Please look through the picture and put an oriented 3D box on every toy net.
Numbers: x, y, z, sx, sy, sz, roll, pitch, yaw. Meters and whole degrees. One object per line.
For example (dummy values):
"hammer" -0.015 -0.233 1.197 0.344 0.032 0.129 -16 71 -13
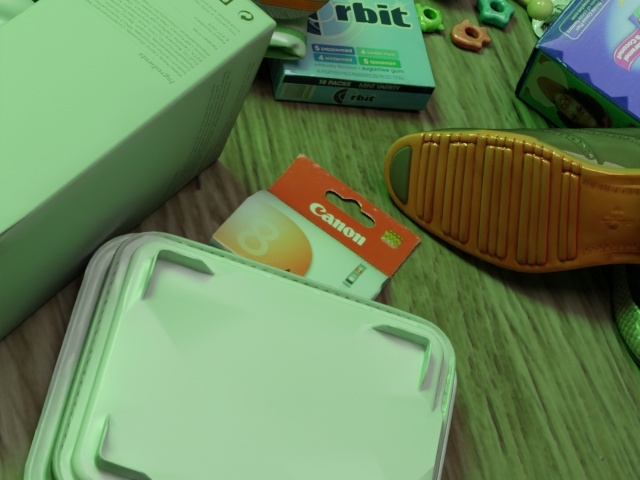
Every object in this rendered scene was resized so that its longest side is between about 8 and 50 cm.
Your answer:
"toy net" 0.202 -0.245 1.943 0.232 0.045 0.122 14 49 -12

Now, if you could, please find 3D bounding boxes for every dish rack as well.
"dish rack" -0.048 0.137 1.492 0.332 0.072 0.286 19 57 -9

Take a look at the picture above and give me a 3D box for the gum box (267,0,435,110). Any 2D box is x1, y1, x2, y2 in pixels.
"gum box" 0.020 -0.215 1.844 0.157 0.041 0.184 3 53 -19

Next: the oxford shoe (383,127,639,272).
"oxford shoe" 0.242 -0.047 1.733 0.363 0.130 0.133 12 27 10

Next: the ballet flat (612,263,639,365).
"ballet flat" 0.318 0.028 1.765 0.084 0.058 0.250 6 52 -18

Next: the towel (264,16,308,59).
"towel" -0.133 -0.306 1.830 0.247 0.038 0.325 2 51 -7

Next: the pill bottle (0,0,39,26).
"pill bottle" -0.299 -0.217 1.668 0.108 0.108 0.193 9 51 -16

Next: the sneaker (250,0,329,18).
"sneaker" -0.142 -0.307 1.726 0.321 0.125 0.180 11 40 -26

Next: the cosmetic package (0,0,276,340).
"cosmetic package" -0.217 -0.081 1.538 0.155 0.197 0.365 40 48 10

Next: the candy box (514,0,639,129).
"candy box" 0.405 -0.167 1.861 0.317 0.122 0.268 38 71 11

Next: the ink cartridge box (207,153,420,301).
"ink cartridge box" 0.000 0.000 1.666 0.145 0.045 0.179 36 51 6
